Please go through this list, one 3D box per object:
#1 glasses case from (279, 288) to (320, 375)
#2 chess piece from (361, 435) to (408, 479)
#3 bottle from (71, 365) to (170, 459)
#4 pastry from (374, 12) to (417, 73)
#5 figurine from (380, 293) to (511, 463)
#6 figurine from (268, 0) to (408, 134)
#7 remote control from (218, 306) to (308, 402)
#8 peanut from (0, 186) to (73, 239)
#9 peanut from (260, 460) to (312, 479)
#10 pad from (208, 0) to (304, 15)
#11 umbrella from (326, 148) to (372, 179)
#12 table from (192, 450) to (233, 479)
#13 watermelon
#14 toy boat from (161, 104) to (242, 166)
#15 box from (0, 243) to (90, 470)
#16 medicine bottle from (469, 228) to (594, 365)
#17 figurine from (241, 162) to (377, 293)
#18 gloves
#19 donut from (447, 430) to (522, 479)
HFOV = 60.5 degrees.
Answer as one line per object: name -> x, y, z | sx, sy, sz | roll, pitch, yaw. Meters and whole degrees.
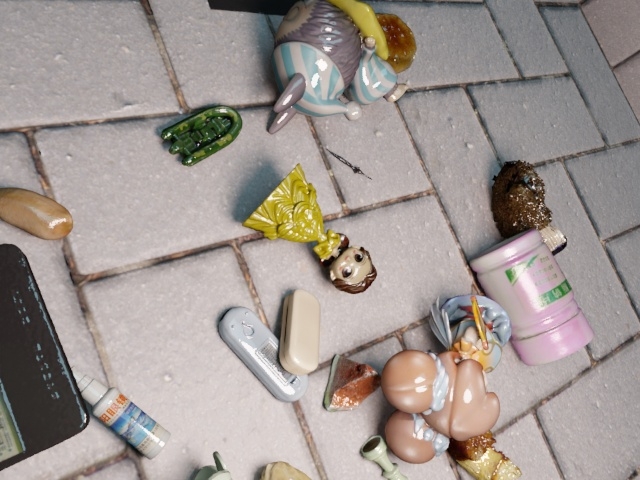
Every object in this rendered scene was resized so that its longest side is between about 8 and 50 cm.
glasses case -> -0.043, 0.197, 1.194 | 0.083, 0.050, 0.196 | 30, 41, -26
chess piece -> 0.153, 0.507, 1.219 | 0.059, 0.059, 0.149 | -41, 101, -35
bottle -> -0.369, 0.304, 0.986 | 0.217, 0.060, 0.060 | 43, 56, -7
pastry -> 0.193, -0.589, 1.650 | 0.193, 0.093, 0.182 | -9, 77, -29
figurine -> 0.292, 0.291, 1.241 | 0.388, 0.248, 0.276 | -56, 142, -54
figurine -> -0.007, -0.410, 1.438 | 0.377, 0.266, 0.361 | -48, 129, -3
remote control -> -0.118, 0.241, 1.165 | 0.244, 0.047, 0.087 | 48, 57, -4
peanut -> -0.535, -0.053, 1.020 | 0.152, 0.076, 0.076 | 28, 59, -13
peanut -> -0.041, 0.525, 1.070 | 0.100, 0.099, 0.214 | -21, 80, -35
pad -> -0.173, -0.742, 1.550 | 0.368, 0.007, 0.247 | -12, 78, -33
umbrella -> 0.077, -0.204, 1.476 | 0.149, 0.022, 0.022 | 34, 94, -5
table -> -0.234, 0.489, 0.939 | 0.198, 0.166, 0.166 | -23, 83, -27
watermelon -> 0.086, 0.298, 1.218 | 0.098, 0.158, 0.121 | 24, 33, -20
toy boat -> -0.267, -0.248, 1.268 | 0.210, 0.052, 0.104 | -39, 90, -35
box -> -0.543, 0.194, 0.904 | 0.211, 0.058, 0.350 | -22, 83, -20
medicine bottle -> 0.576, 0.152, 1.509 | 0.212, 0.212, 0.325 | -22, 82, -35
figurine -> 0.002, -0.001, 1.256 | 0.315, 0.168, 0.187 | 42, 46, -7
gloves -> 0.598, -0.086, 1.620 | 0.135, 0.210, 0.312 | -25, 83, -12
donut -> 0.370, 0.501, 1.297 | 0.085, 0.141, 0.217 | -47, 109, -21
